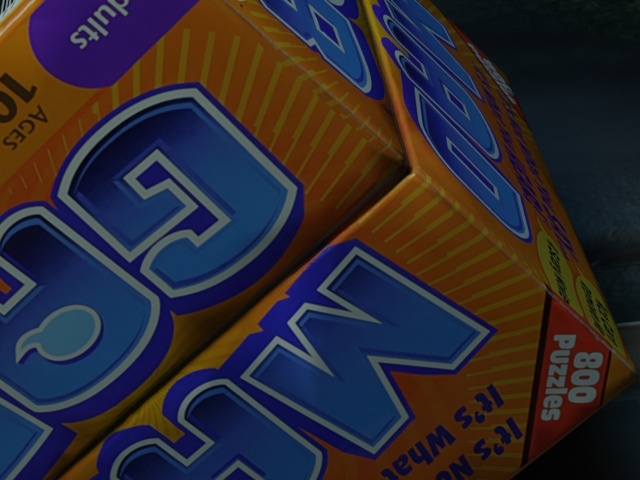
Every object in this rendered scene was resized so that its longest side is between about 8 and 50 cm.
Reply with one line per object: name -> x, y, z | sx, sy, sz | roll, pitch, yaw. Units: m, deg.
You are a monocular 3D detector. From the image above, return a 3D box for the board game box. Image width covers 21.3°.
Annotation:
board game box -> -0.101, -0.013, 0.982 | 0.356, 0.356, 0.356 | -42, 27, 18

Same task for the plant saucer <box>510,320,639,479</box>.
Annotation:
plant saucer -> 0.142, 0.163, 0.936 | 0.310, 0.050, 0.310 | -21, 29, 12
